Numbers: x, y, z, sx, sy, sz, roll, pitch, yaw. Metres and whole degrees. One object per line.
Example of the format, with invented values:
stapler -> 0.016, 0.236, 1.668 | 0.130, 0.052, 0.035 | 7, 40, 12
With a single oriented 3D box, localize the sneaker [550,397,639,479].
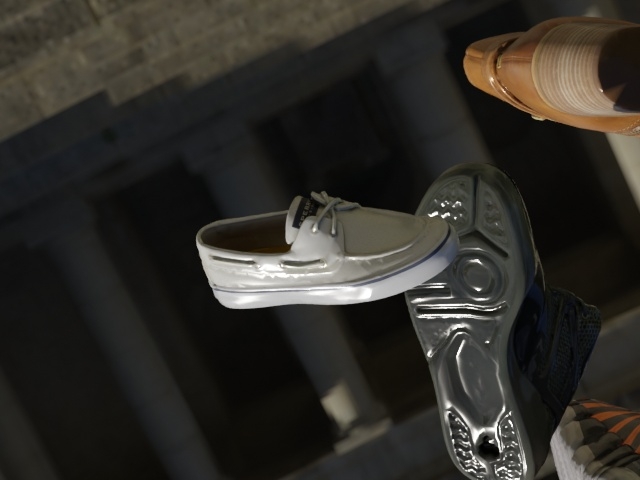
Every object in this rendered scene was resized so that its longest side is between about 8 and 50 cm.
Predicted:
sneaker -> 0.273, 0.169, 1.180 | 0.180, 0.125, 0.321 | -17, -170, -3

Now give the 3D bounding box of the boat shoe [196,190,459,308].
boat shoe -> 0.000, 0.000, 0.597 | 0.100, 0.035, 0.035 | -6, -143, 28

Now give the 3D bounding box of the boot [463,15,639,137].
boot -> 0.266, -0.111, 1.280 | 0.283, 0.109, 0.220 | 5, -176, -22

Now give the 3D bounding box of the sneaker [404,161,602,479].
sneaker -> 0.121, 0.036, 1.073 | 0.087, 0.228, 0.130 | 2, -149, 29
